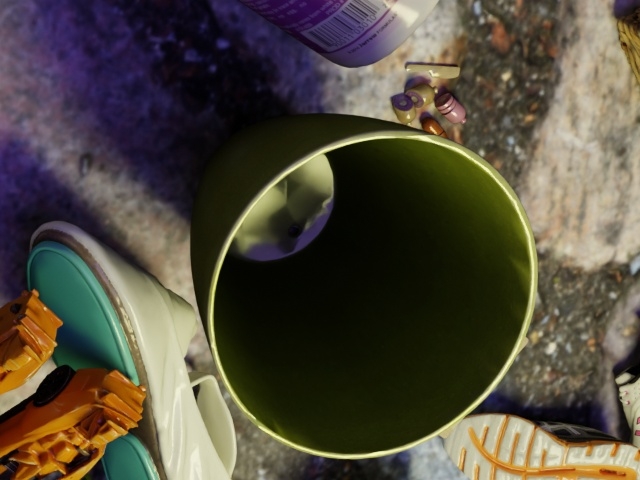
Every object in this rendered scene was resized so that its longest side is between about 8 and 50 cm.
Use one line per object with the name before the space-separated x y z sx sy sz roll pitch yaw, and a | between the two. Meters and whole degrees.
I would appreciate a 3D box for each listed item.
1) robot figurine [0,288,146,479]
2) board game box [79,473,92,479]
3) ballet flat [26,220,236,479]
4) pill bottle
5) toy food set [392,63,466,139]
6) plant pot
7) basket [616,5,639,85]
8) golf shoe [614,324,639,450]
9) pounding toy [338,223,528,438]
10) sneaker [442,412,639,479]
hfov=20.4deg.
robot figurine | -0.305 0.165 1.522 0.291 0.085 0.211 -33 118 24
board game box | -0.224 0.321 1.691 0.092 0.043 0.181 -26 117 -12
ballet flat | -0.156 0.131 1.617 0.139 0.139 0.400 -23 119 -13
pill bottle | -0.045 -0.284 1.473 0.301 0.169 0.169 31 95 -28
toy food set | 0.101 -0.104 1.681 0.078 0.019 0.122 1 108 -22
plant pot | 0.000 0.000 1.520 0.275 0.293 0.274 -6 110 -17
basket | 0.460 -0.123 1.710 0.223 0.213 0.299 -30 117 -9
golf shoe | 0.344 0.168 1.863 0.086 0.067 0.186 18 108 6
pounding toy | 0.097 0.055 1.696 0.206 0.094 0.181 40 91 -29
sneaker | 0.227 0.220 1.821 0.215 0.083 0.084 13 99 -7
